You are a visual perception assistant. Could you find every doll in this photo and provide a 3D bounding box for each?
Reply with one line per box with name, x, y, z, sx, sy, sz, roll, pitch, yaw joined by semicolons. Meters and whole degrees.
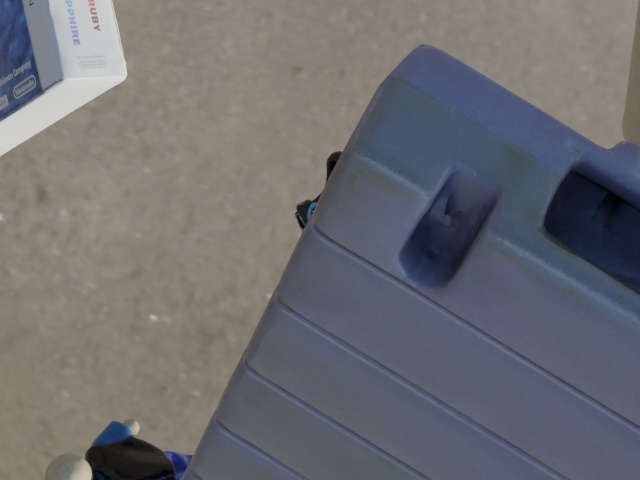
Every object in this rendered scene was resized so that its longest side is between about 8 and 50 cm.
doll;-0.133;0.199;1.342;0.189;0.129;0.046;16;127;-35

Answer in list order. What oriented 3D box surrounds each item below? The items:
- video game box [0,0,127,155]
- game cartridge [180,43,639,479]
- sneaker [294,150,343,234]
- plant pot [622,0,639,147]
video game box;-0.195;-0.154;0.979;0.048;0.205;0.187;-5;80;-37
game cartridge;0.135;0.111;0.490;0.068;0.355;0.230;-57;177;-32
sneaker;0.000;0.000;1.360;0.073;0.063;0.162;32;69;-28
plant pot;0.364;-0.188;1.238;0.333;0.334;0.306;-13;126;-37
